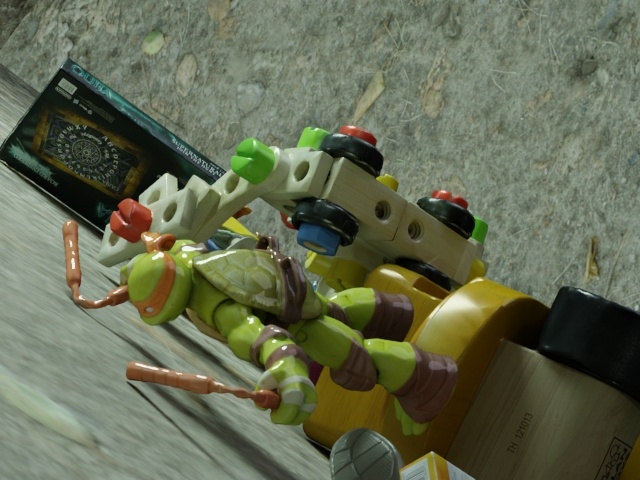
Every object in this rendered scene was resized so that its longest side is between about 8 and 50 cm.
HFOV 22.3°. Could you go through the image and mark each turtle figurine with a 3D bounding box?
[{"bbox_3d":[-0.036,0.039,0.968,0.217,0.087,0.269,18,7,-33],"label":"turtle figurine"}]

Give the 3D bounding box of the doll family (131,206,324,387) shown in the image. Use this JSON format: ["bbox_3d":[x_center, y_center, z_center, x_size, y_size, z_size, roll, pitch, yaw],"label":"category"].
[{"bbox_3d":[-0.055,0.030,1.461,0.263,0.118,0.163,36,0,-27],"label":"doll family"}]

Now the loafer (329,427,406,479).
[{"bbox_3d":[0.043,0.157,0.948,0.039,0.045,0.125,56,-5,-34],"label":"loafer"}]

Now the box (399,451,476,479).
[{"bbox_3d":[0.098,0.179,0.888,0.136,0.028,0.081,38,31,-37],"label":"box"}]

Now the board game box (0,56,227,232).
[{"bbox_3d":[-0.194,-0.070,1.514,0.186,0.126,0.026,37,33,-12],"label":"board game box"}]

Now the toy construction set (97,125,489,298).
[{"bbox_3d":[0.000,0.000,1.269,0.328,0.151,0.215,14,-9,-37],"label":"toy construction set"}]

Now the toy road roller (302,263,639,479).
[{"bbox_3d":[0.143,0.134,1.154,0.240,0.202,0.329,23,-5,34],"label":"toy road roller"}]
